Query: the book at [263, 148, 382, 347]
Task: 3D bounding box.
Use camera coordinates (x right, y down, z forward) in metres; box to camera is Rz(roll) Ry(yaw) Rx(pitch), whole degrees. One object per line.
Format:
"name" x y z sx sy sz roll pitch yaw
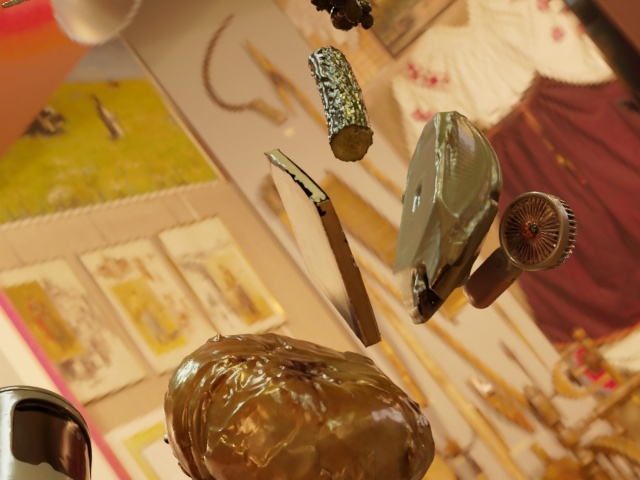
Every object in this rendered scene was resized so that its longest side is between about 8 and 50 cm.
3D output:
"book" 0.001 0.000 1.254 0.026 0.157 0.231 -23 21 -7

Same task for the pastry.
"pastry" -0.040 0.287 1.778 0.409 0.410 0.245 -7 -67 -68

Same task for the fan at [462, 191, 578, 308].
"fan" 0.327 0.024 2.037 0.074 0.130 0.244 7 -47 -44

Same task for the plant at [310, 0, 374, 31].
"plant" 0.024 -0.358 1.771 0.085 0.087 0.174 -3 -30 28

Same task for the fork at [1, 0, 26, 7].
"fork" -0.465 -0.389 1.953 0.115 0.016 0.012 -32 -4 -42

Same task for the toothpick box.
"toothpick box" -0.410 0.362 1.615 0.229 0.229 0.316 -39 28 6

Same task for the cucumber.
"cucumber" 0.025 -0.171 1.481 0.058 0.187 0.058 -6 -48 -7

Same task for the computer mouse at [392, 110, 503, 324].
"computer mouse" 0.224 -0.044 2.062 0.228 0.146 0.428 120 166 -47
